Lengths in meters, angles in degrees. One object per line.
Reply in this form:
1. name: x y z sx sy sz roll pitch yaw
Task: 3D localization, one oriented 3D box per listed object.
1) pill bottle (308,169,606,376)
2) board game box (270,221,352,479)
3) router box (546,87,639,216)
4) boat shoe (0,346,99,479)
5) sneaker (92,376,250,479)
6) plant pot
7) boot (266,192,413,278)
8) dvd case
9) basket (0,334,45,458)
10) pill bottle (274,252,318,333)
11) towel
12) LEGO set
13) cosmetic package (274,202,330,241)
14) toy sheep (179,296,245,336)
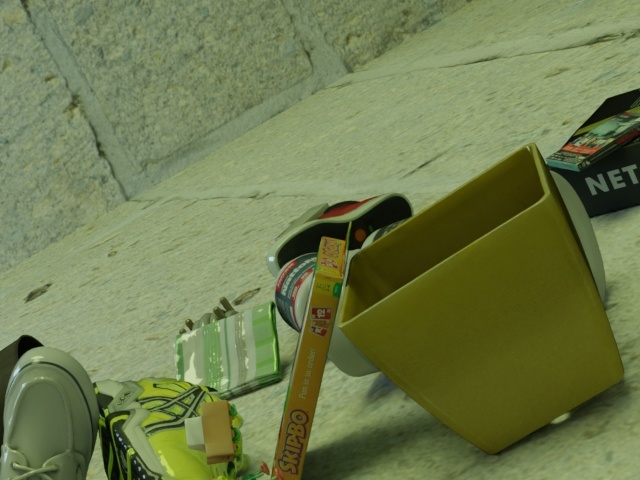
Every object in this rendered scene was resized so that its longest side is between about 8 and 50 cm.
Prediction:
1. pill bottle: 0.141 0.043 1.491 0.283 0.161 0.161 -20 15 28
2. board game box: -0.009 0.114 1.375 0.039 0.259 0.124 14 16 -1
3. router box: 0.458 -0.139 1.747 0.309 0.081 0.243 -16 17 40
4. boat shoe: -0.284 0.238 1.422 0.096 0.267 0.088 11 26 -4
5. sneaker: -0.141 0.215 1.440 0.147 0.145 0.385 -11 18 -14
6. plant pot: 0.160 0.063 1.279 0.212 0.187 0.212 -33 11 13
7. boot: 0.000 0.000 2.120 0.244 0.088 0.176 -24 10 -27
8. dvd case: 0.340 -0.121 1.704 0.119 0.013 0.087 -32 15 -10
9. basket: -0.465 0.253 1.920 0.227 0.154 0.204 -30 12 3
10. pill bottle: 0.000 0.072 1.781 0.108 0.108 0.180 -29 13 -11
11. towel: -0.120 0.146 1.772 0.152 0.023 0.113 -22 56 23
12. LEGO set: -0.052 0.255 1.115 0.107 0.132 0.287 -16 38 20
13. cosmetic package: -0.018 -0.008 2.233 0.041 0.060 0.115 -18 14 38
14. toy sheep: -0.136 0.133 1.858 0.132 0.091 0.091 -32 10 23
